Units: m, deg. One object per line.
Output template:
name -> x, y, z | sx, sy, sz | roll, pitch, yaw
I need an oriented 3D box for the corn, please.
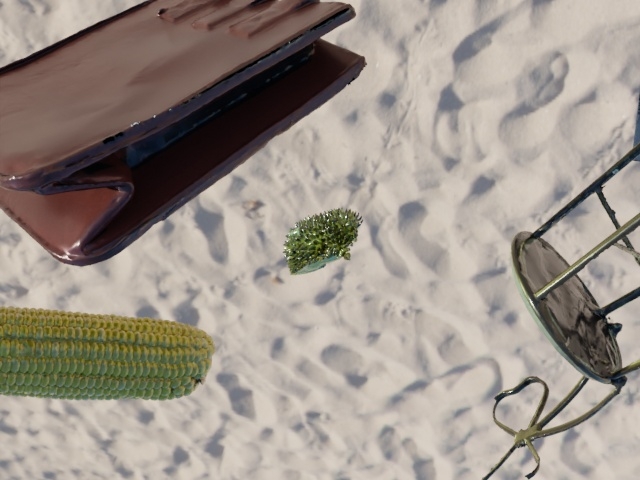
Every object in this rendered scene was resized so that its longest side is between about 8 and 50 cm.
corn -> -0.217, 0.106, 0.662 | 0.248, 0.081, 0.081 | 10, 144, -33

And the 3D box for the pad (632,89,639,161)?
pad -> 0.366, -0.119, 0.608 | 0.190, 0.004, 0.127 | 14, 112, 41

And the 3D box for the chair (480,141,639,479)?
chair -> 0.218, 0.063, 0.611 | 0.170, 0.160, 0.325 | 45, 120, -8

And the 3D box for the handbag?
handbag -> -0.137, -0.115, 0.556 | 0.260, 0.275, 0.084 | 25, 144, 47

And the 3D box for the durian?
durian -> -0.006, -0.007, 1.378 | 0.095, 0.137, 0.220 | 27, 156, -30
